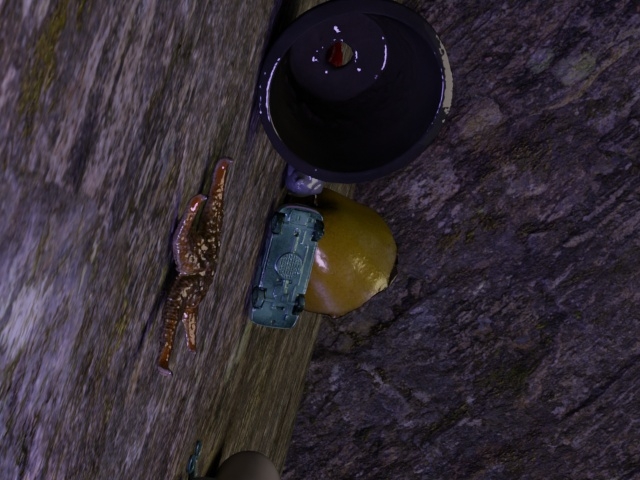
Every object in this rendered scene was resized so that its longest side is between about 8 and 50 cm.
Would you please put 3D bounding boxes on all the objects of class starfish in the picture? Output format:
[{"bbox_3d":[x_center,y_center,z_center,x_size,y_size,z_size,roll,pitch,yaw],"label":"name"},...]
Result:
[{"bbox_3d":[-0.148,0.023,1.356,0.138,0.050,0.247,-26,125,-82],"label":"starfish"}]

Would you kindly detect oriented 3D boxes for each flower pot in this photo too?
[{"bbox_3d":[0.038,-0.229,1.638,0.166,0.269,0.269,-105,-155,-61],"label":"flower pot"}]

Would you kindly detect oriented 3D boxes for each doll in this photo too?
[{"bbox_3d":[-0.024,-0.123,2.106,0.094,0.079,0.180,-42,-170,15],"label":"doll"}]

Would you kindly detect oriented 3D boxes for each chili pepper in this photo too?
[{"bbox_3d":[0.005,-0.271,2.029,0.059,0.051,0.268,75,27,-49],"label":"chili pepper"}]

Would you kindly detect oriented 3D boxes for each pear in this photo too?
[{"bbox_3d":[-0.002,-0.001,2.175,0.178,0.267,0.266,51,51,-50],"label":"pear"}]

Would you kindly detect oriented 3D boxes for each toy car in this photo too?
[{"bbox_3d":[-0.064,0.041,2.066,0.076,0.090,0.224,-141,-116,-67],"label":"toy car"}]

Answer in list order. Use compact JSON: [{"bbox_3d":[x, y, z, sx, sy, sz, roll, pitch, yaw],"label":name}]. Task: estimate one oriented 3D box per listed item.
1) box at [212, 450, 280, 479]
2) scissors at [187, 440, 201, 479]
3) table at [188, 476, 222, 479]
[{"bbox_3d":[-0.178,0.574,2.220,0.349,0.141,0.288,-60,167,-70],"label":"box"},{"bbox_3d":[-0.211,0.387,1.983,0.058,0.014,0.119,-67,168,-46],"label":"scissors"},{"bbox_3d":[-0.197,0.493,1.855,0.220,0.126,0.126,-66,171,-47],"label":"table"}]
